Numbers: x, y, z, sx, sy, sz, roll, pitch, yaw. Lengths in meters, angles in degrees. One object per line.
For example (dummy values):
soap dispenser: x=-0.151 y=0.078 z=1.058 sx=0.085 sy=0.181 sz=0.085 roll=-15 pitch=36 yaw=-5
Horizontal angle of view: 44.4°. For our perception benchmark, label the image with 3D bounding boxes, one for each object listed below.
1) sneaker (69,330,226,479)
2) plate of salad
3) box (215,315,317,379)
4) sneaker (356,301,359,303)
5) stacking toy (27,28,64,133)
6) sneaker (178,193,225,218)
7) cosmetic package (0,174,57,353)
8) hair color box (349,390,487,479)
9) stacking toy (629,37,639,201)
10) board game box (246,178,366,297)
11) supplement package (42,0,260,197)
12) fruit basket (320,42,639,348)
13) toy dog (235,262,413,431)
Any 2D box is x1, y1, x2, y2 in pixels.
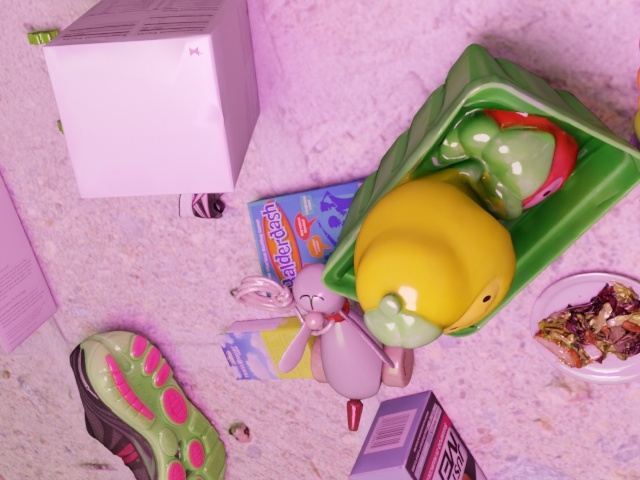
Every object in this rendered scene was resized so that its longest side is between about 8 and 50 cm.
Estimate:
sneaker: x=-0.342 y=0.377 z=1.565 sx=0.202 sy=0.185 sz=0.482 roll=2 pitch=119 yaw=44
plate of salad: x=0.402 y=0.135 z=1.127 sx=0.200 sy=0.048 sz=0.199 roll=12 pitch=123 yaw=18
box: x=-0.086 y=0.193 z=1.387 sx=0.178 sy=0.042 sz=0.109 roll=-7 pitch=116 yaw=28
sneaker: x=0.118 y=0.070 z=1.217 sx=0.170 sy=0.068 sz=0.071 roll=-3 pitch=134 yaw=35
stacking toy: x=-0.344 y=-0.248 z=1.226 sx=0.221 sy=0.052 sz=0.167 roll=5 pitch=120 yaw=24
sneaker: x=-0.176 y=-0.108 z=1.234 sx=0.077 sy=0.072 sz=0.178 roll=12 pitch=133 yaw=3
cosmetic package: x=-0.671 y=0.017 z=1.473 sx=0.197 sy=0.155 sz=0.365 roll=1 pitch=121 yaw=27
hair color box: x=0.211 y=0.464 z=1.332 sx=0.114 sy=0.185 sz=0.374 roll=-21 pitch=110 yaw=32
stacking toy: x=0.425 y=-0.129 z=0.906 sx=0.166 sy=0.175 sz=0.301 roll=14 pitch=138 yaw=13
board game box: x=0.000 y=0.000 z=1.194 sx=0.210 sy=0.047 sz=0.160 roll=-10 pitch=96 yaw=29
supplement package: x=-0.200 y=-0.203 z=1.023 sx=0.198 sy=0.262 sz=0.199 roll=-2 pitch=120 yaw=5
fruit basket: x=0.167 y=-0.005 z=0.918 sx=0.283 sy=0.392 sz=0.392 roll=21 pitch=131 yaw=-19
toy dog: x=0.026 y=0.177 z=1.183 sx=0.220 sy=0.161 sz=0.334 roll=-16 pitch=143 yaw=36
